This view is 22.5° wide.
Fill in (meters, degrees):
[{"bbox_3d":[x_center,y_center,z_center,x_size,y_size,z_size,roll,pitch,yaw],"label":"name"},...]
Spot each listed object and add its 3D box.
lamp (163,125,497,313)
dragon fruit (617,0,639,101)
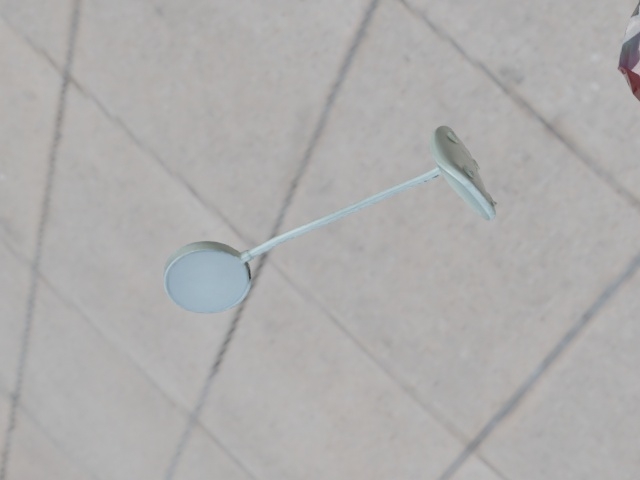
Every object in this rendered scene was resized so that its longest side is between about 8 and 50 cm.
[{"bbox_3d":[0.000,0.000,0.884,0.198,0.056,0.050,-26,129,18],"label":"lamp"},{"bbox_3d":[0.239,-0.144,0.395,0.314,0.263,0.296,-6,87,22],"label":"dragon fruit"}]
